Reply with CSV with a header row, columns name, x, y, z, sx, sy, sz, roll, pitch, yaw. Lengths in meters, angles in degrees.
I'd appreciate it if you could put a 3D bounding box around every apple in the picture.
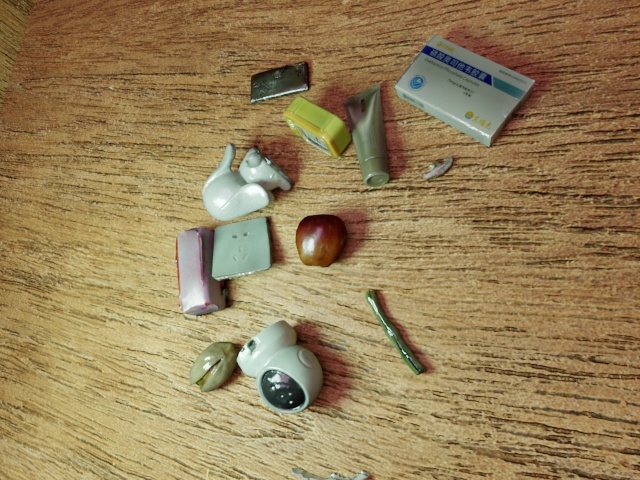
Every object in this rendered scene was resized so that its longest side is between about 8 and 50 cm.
name,x,y,z,sx,sy,sz,roll,pitch,yaw
apple,0.000,0.002,1.223,0.156,0.147,0.158,6,80,1

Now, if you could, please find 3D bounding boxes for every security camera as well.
name,x,y,z,sx,sy,sz,roll,pitch,yaw
security camera,-0.099,0.371,1.155,0.194,0.194,0.236,-45,72,6

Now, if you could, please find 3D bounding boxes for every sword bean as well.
name,x,y,z,sx,sy,sz,roll,pitch,yaw
sword bean,0.203,0.256,1.141,0.043,0.038,0.269,-39,66,15

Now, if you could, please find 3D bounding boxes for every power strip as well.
name,x,y,z,sx,sy,sz,roll,pitch,yaw
power strip,-0.253,0.034,1.346,0.199,0.064,0.213,-9,59,5

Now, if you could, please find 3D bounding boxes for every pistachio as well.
name,x,y,z,sx,sy,sz,roll,pitch,yaw
pistachio,-0.338,0.399,1.279,0.185,0.124,0.124,-47,66,12

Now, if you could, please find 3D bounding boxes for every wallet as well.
name,x,y,z,sx,sy,sz,roll,pitch,yaw
wallet,-0.153,-0.575,1.473,0.233,0.031,0.121,-6,77,20

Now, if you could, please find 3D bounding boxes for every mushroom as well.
name,x,y,z,sx,sy,sz,roll,pitch,yaw
mushroom,0.348,-0.213,1.203,0.101,0.019,0.049,-35,67,10

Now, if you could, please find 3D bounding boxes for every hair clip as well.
name,x,y,z,sx,sy,sz,roll,pitch,yaw
hair clip,0.027,0.668,1.116,0.226,0.034,0.072,-9,78,17

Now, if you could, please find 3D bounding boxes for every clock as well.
name,x,y,z,sx,sy,sz,roll,pitch,yaw
clock,-0.010,-0.364,1.308,0.202,0.143,0.096,35,85,25

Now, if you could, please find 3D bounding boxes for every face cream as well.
name,x,y,z,sx,sy,sz,roll,pitch,yaw
face cream,0.152,-0.335,1.281,0.138,0.084,0.340,-18,65,26

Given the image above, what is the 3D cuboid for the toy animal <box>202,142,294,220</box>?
name,x,y,z,sx,sy,sz,roll,pitch,yaw
toy animal,-0.249,-0.184,1.342,0.249,0.174,0.289,25,87,25

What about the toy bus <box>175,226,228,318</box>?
name,x,y,z,sx,sy,sz,roll,pitch,yaw
toy bus,-0.398,0.099,1.355,0.128,0.147,0.302,-14,74,12

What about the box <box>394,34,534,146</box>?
name,x,y,z,sx,sy,sz,roll,pitch,yaw
box,0.417,-0.450,1.206,0.343,0.065,0.200,39,94,24
